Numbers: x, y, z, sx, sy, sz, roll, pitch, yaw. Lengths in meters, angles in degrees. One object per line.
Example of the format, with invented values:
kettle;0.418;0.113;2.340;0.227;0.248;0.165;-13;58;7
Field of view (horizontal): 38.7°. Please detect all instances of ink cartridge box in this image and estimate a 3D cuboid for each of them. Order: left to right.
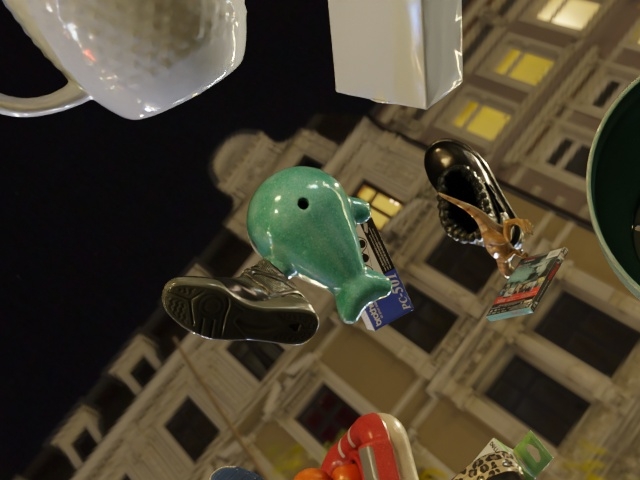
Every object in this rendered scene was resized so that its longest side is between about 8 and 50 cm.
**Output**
ink cartridge box;0.099;0.067;1.822;0.097;0.046;0.207;-28;-82;-16
ink cartridge box;0.352;0.467;1.806;0.062;0.109;0.209;37;-83;-20

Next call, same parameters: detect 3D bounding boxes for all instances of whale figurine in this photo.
whale figurine;0.000;0.000;1.467;0.216;0.272;0.141;-36;-12;-14

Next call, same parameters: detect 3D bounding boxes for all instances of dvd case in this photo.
dvd case;0.288;0.061;1.270;0.013;0.087;0.119;46;-122;-14

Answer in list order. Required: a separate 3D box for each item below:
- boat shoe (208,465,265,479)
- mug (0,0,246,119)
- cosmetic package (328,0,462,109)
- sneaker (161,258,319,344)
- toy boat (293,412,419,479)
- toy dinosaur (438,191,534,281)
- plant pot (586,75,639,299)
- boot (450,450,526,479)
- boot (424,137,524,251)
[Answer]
boat shoe;-0.067;0.348;1.096;0.066;0.183;0.066;-33;-32;-40
mug;-0.279;-0.299;1.070;0.374;0.276;0.328;-33;-67;-12
cosmetic package;0.137;-0.455;1.689;0.156;0.217;0.385;-42;-42;-40
sneaker;-0.123;0.082;1.318;0.227;0.130;0.087;9;-67;-22
toy boat;0.033;0.330;1.231;0.151;0.151;0.231;-6;-25;-16
toy dinosaur;0.303;-0.012;1.581;0.112;0.064;0.211;-27;-71;23
plant pot;0.422;-0.031;0.949;0.293;0.293;0.196;-52;-19;-4
boot;0.277;0.575;1.606;0.138;0.284;0.377;29;-74;-24
boot;0.306;-0.120;2.021;0.131;0.348;0.260;-45;-30;17
